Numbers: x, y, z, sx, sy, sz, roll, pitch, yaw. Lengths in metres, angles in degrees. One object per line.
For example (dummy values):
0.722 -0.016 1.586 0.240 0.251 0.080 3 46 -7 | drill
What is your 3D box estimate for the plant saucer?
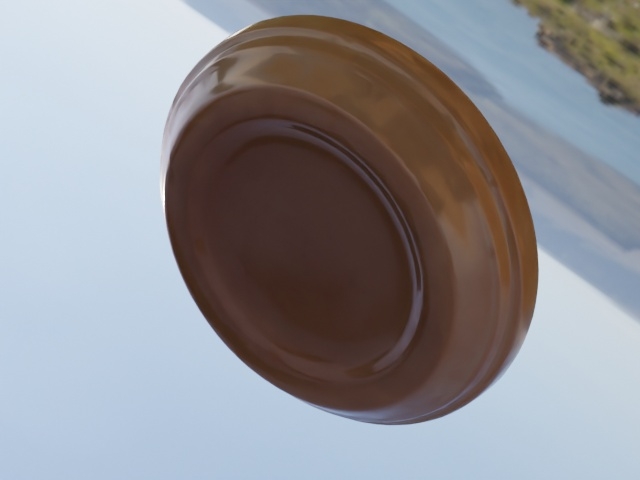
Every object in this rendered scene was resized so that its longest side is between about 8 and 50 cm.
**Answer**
0.000 0.000 0.537 0.200 0.200 0.037 37 -138 15 | plant saucer
